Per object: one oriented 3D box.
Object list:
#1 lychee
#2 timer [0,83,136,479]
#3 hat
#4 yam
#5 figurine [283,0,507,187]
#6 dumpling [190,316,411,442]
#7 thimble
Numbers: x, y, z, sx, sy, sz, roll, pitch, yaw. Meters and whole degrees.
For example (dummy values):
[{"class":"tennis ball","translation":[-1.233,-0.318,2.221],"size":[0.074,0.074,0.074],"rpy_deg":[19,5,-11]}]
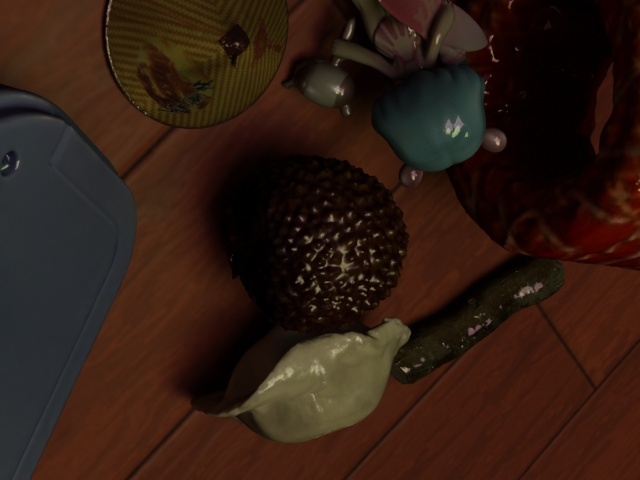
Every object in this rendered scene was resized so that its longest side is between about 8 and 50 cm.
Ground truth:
[{"class":"lychee","translation":[0.000,0.000,1.097],"size":[0.188,0.188,0.188],"rpy_deg":[-13,116,-29]},{"class":"timer","translation":[-0.316,0.044,0.818],"size":[0.395,0.173,0.395],"rpy_deg":[-55,156,-40]},{"class":"hat","translation":[-0.094,-0.186,1.026],"size":[0.193,0.082,0.193],"rpy_deg":[-12,114,-29]},{"class":"yam","translation":[0.183,0.093,1.340],"size":[0.253,0.061,0.061],"rpy_deg":[-31,123,-19]},{"class":"figurine","translation":[0.062,-0.178,1.083],"size":[0.205,0.103,0.260],"rpy_deg":[-22,94,4]},{"class":"dumpling","translation":[-0.010,0.137,1.172],"size":[0.250,0.162,0.132],"rpy_deg":[-17,80,-20]},{"class":"thimble","translation":[0.287,-0.140,1.146],"size":[0.231,0.350,0.350],"rpy_deg":[7,105,-33]}]
